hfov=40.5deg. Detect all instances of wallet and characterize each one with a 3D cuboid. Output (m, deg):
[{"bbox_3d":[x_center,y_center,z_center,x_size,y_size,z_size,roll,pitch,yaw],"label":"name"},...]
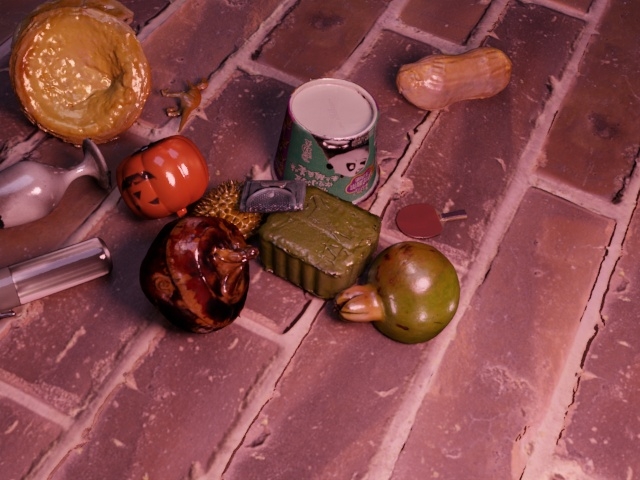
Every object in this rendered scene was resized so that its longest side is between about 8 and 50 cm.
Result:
[{"bbox_3d":[-0.095,-0.091,1.738,0.129,0.026,0.088,0,46,7],"label":"wallet"}]

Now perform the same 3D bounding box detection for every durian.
[{"bbox_3d":[-0.165,-0.071,1.800,0.208,0.102,0.146,-27,53,-29],"label":"durian"}]

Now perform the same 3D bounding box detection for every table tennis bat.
[{"bbox_3d":[0.240,-0.045,1.878,0.158,0.014,0.095,-10,52,-11],"label":"table tennis bat"}]

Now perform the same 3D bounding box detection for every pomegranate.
[{"bbox_3d":[0.152,0.081,1.674,0.240,0.159,0.190,8,49,4],"label":"pomegranate"}]

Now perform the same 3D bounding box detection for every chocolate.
[{"bbox_3d":[0.324,-0.390,2.094,0.309,0.134,0.134,-12,53,-20],"label":"chocolate"}]

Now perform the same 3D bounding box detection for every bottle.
[{"bbox_3d":[-0.525,0.073,1.659,0.253,0.079,0.096,-20,94,-22],"label":"bottle"}]

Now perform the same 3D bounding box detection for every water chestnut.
[{"bbox_3d":[-0.217,0.055,1.610,0.238,0.224,0.224,-7,44,31],"label":"water chestnut"}]

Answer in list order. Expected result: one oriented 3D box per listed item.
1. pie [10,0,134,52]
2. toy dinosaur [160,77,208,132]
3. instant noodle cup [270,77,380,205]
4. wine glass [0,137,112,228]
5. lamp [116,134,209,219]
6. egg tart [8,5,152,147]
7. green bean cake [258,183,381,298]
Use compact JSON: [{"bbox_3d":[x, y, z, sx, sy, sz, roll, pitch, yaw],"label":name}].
[{"bbox_3d":[-0.584,-0.474,2.089,0.337,0.075,0.338,4,53,-5],"label":"pie"},{"bbox_3d":[-0.299,-0.316,2.019,0.126,0.039,0.162,-17,56,-21],"label":"toy dinosaur"},{"bbox_3d":[0.020,-0.219,1.877,0.251,0.190,0.251,3,51,-4],"label":"instant noodle cup"},{"bbox_3d":[-0.560,-0.116,1.774,0.241,0.126,0.126,-27,59,-28],"label":"wine glass"},{"bbox_3d":[-0.318,-0.121,1.775,0.187,0.164,0.188,-23,16,7],"label":"lamp"},{"bbox_3d":[-0.528,-0.368,1.927,0.314,0.315,0.120,-3,12,-9],"label":"egg tart"},{"bbox_3d":[0.000,0.000,1.750,0.214,0.113,0.200,28,52,18],"label":"green bean cake"}]
